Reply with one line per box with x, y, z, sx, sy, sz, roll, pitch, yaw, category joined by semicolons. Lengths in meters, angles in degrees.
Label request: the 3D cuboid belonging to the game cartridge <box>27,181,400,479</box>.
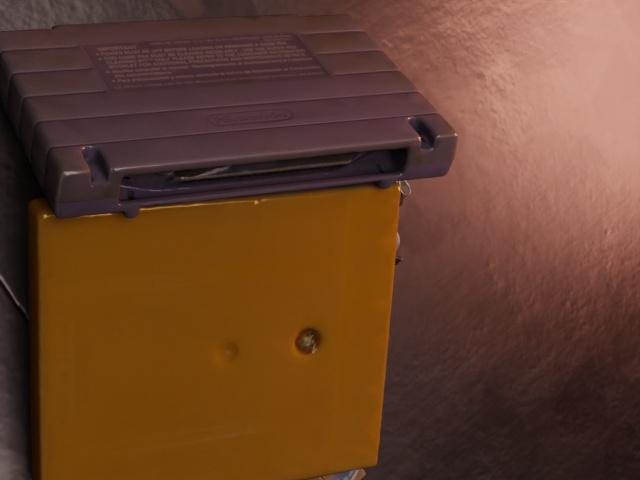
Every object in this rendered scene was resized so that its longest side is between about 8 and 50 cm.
-0.090;0.089;1.123;0.324;0.053;0.285;-5;111;-24;game cartridge

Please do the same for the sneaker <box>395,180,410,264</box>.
0.000;0.000;1.209;0.153;0.094;0.235;39;61;-10;sneaker

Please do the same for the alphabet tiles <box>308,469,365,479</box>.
-0.091;0.193;1.200;0.198;0.009;0.237;-40;104;-22;alphabet tiles

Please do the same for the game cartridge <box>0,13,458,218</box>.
-0.087;-0.117;1.117;0.355;0.230;0.068;-7;126;-26;game cartridge
